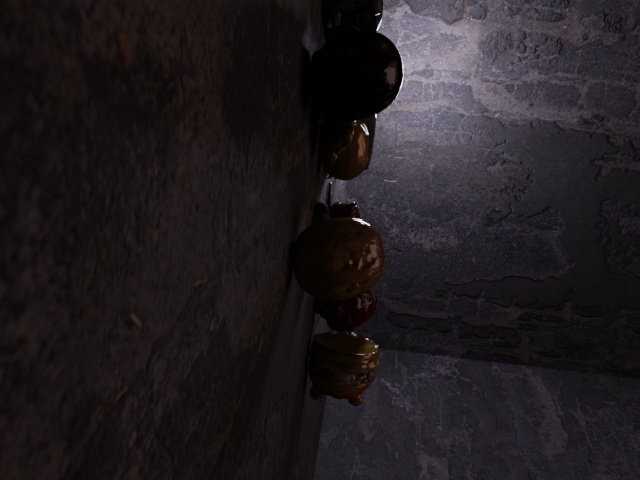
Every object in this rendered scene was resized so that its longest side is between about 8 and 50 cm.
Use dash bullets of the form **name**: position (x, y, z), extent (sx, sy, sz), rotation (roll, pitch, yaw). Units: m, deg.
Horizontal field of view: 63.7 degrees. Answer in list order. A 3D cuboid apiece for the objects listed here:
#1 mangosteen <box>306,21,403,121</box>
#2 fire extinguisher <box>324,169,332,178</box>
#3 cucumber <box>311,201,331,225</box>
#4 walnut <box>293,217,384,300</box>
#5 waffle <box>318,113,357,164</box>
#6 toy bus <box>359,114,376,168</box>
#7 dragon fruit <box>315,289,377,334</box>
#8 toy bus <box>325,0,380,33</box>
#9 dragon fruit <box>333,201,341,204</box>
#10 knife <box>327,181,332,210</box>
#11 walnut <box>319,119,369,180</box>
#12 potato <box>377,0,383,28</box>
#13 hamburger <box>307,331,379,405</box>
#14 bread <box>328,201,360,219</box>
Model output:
- **mangosteen**: position (0.076, -0.374, 1.135), extent (0.216, 0.216, 0.215), rotation (6, 90, -85)
- **fire extinguisher**: position (0.030, -0.270, 1.762), extent (0.048, 0.035, 0.173), rotation (-84, 174, -46)
- **cucumber**: position (0.000, 0.000, 1.585), extent (0.115, 0.063, 0.243), rotation (53, 41, -84)
- **walnut**: position (0.045, 0.043, 1.218), extent (0.195, 0.222, 0.195), rotation (167, -90, -76)
- **waffle**: position (0.053, -0.346, 1.364), extent (0.262, 0.060, 0.280), rotation (159, -60, -66)
- **toy bus**: position (0.109, -0.385, 1.797), extent (0.386, 0.163, 0.171), rotation (89, 7, -58)
- **dragon fruit**: position (0.115, 0.242, 2.019), extent (0.293, 0.234, 0.233), rotation (7, 88, -47)
- **toy bus**: position (0.085, -0.605, 1.402), extent (0.292, 0.126, 0.133), rotation (54, 19, -80)
- **dragon fruit**: position (0.105, -0.138, 2.494), extent (0.190, 0.094, 0.094), rotation (67, 28, -70)
- **knife**: position (0.036, -0.149, 2.075), extent (0.054, 0.015, 0.212), rotation (-79, 173, -49)
- **walnut**: position (0.074, -0.285, 1.578), extent (0.159, 0.159, 0.206), rotation (-76, 171, -60)
- **potato**: position (0.123, -0.720, 1.611), extent (0.174, 0.159, 0.251), rotation (-56, 173, -23)
- **hamburger**: position (0.080, 0.482, 1.928), extent (0.276, 0.277, 0.236), rotation (-44, 143, -83)
- **bread**: position (0.093, -0.044, 2.058), extent (0.246, 0.135, 0.231), rotation (84, 21, -57)
